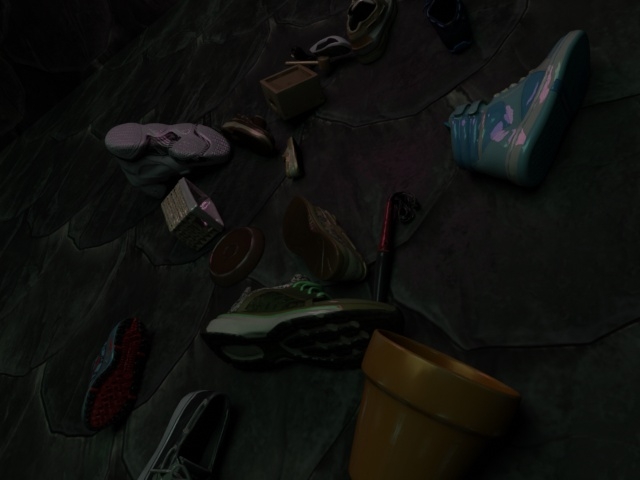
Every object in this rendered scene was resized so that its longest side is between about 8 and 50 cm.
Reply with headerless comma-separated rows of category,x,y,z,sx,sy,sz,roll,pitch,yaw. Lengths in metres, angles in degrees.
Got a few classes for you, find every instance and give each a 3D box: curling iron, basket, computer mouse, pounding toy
curling iron,0.132,0.016,0.986,0.068,0.035,0.274,-4,55,37
basket,-0.340,-0.068,1.383,0.103,0.113,0.167,-44,41,5
computer mouse,0.010,-0.540,1.483,0.192,0.106,0.042,0,85,41
pounding toy,-0.054,-0.433,1.467,0.205,0.094,0.181,-28,39,-12

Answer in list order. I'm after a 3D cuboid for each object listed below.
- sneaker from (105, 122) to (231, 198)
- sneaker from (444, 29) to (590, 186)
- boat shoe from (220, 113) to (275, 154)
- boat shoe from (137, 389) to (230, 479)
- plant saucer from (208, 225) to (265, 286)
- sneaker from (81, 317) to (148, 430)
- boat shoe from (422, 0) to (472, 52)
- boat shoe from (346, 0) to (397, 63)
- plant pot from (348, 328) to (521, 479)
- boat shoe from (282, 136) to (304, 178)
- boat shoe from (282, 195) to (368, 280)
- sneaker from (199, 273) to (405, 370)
sneaker,-0.446,-0.239,1.598,0.365,0.210,0.138,4,54,1
sneaker,0.346,-0.253,0.963,0.208,0.127,0.319,16,68,44
boat shoe,-0.192,-0.315,1.479,0.095,0.095,0.257,-48,40,-12
boat shoe,-0.236,0.409,0.911,0.104,0.113,0.307,-20,36,45
plant saucer,-0.208,0.030,1.259,0.168,0.029,0.169,-23,45,25
sneaker,-0.479,0.315,1.219,0.125,0.104,0.262,-31,36,42
boat shoe,0.308,-0.559,1.267,0.108,0.089,0.258,-30,43,16
boat shoe,0.137,-0.626,1.451,0.113,0.103,0.303,-15,49,30
plant pot,0.130,0.245,0.697,0.205,0.205,0.188,22,87,47
boat shoe,-0.074,-0.209,1.327,0.045,0.050,0.136,-23,45,16
boat shoe,0.000,0.000,1.083,0.105,0.089,0.285,-61,34,20
sneaker,-0.036,0.122,0.965,0.409,0.158,0.182,-9,44,31
